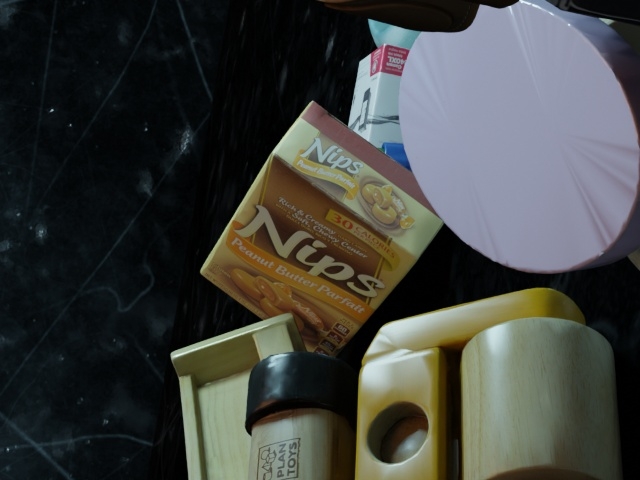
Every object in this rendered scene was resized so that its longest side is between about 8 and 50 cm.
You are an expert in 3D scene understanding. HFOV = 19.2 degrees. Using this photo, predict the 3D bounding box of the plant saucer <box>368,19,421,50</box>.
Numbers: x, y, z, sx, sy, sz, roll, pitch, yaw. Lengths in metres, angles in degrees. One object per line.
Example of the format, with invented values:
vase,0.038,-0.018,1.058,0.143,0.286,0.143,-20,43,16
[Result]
plant saucer,0.114,-0.356,2.205,0.317,0.044,0.317,-168,90,-78

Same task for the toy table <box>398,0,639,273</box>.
toy table,0.188,-0.079,1.233,0.274,0.161,0.252,40,131,54

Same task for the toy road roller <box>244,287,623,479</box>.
toy road roller,0.100,0.200,1.470,0.329,0.240,0.202,-17,50,26

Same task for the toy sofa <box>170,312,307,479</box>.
toy sofa,-0.054,0.246,1.965,0.362,0.150,0.177,-105,-5,-63

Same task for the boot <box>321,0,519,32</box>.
boot,0.061,-0.185,0.929,0.197,0.073,0.152,0,80,64

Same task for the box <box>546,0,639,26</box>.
box,0.266,-0.389,1.005,0.480,0.297,0.471,-105,28,-62

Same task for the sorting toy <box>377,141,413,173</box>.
sorting toy,0.082,-0.208,1.894,0.127,0.126,0.365,-97,13,-56

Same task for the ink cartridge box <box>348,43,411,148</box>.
ink cartridge box,0.073,-0.133,2.122,0.109,0.063,0.150,157,124,-74

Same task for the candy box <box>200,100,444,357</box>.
candy box,0.000,0.000,2.016,0.087,0.183,0.316,-55,0,-29
